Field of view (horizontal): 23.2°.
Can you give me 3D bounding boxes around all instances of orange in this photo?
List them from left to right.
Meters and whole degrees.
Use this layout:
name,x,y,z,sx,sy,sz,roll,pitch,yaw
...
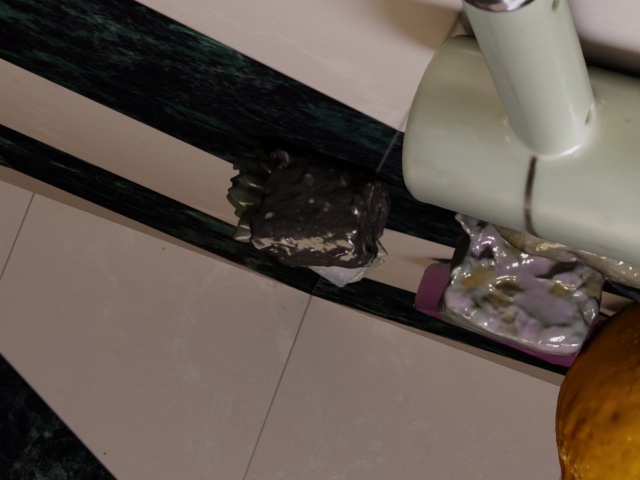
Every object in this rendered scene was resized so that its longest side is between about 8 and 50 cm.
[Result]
name,x,y,z,sx,sy,sz,roll,pitch,yaw
orange,0.401,0.226,1.688,0.293,0.340,0.340,-22,171,-1

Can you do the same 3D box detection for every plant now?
name,x,y,z,sx,sy,sz,roll,pitch,yaw
plant,-0.023,-0.036,1.825,0.195,0.132,0.129,12,167,26

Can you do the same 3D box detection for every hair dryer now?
name,x,y,z,sx,sy,sz,roll,pitch,yaw
hair dryer,0.138,-0.106,0.993,0.203,0.128,0.362,18,165,23

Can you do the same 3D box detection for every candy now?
name,x,y,z,sx,sy,sz,roll,pitch,yaw
candy,0.221,0.047,1.759,0.185,0.137,0.195,20,175,3

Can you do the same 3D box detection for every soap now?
name,x,y,z,sx,sy,sz,roll,pitch,yaw
soap,0.288,0.111,2.255,0.259,0.081,0.181,23,172,-23

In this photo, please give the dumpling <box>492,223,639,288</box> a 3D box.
name,x,y,z,sx,sy,sz,roll,pitch,yaw
dumpling,0.271,-0.005,1.408,0.332,0.086,0.166,17,171,0

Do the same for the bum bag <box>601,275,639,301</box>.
name,x,y,z,sx,sy,sz,roll,pitch,yaw
bum bag,0.393,0.072,1.502,0.248,0.060,0.123,7,-155,-21

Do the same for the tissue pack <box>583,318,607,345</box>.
name,x,y,z,sx,sy,sz,roll,pitch,yaw
tissue pack,0.485,0.175,2.011,0.245,0.123,0.332,25,172,-4

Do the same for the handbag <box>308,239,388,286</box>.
name,x,y,z,sx,sy,sz,roll,pitch,yaw
handbag,0.000,0.000,2.183,0.173,0.095,0.117,26,175,-18
